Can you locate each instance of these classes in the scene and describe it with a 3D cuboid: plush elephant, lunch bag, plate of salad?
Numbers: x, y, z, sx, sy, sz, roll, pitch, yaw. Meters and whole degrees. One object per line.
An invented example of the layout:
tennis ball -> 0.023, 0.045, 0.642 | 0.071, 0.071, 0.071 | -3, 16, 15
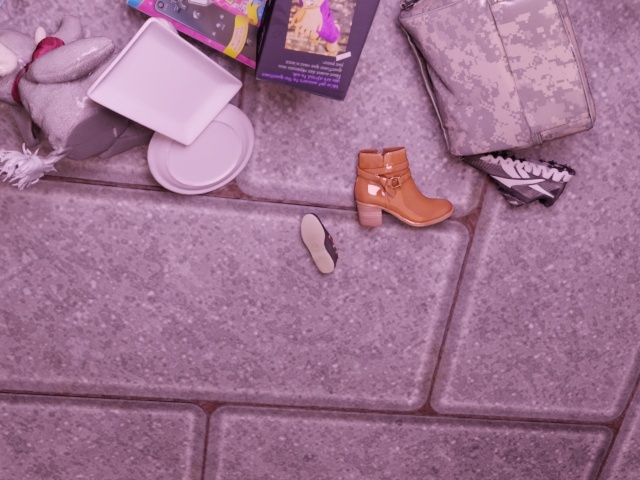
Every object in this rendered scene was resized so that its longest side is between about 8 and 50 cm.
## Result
plush elephant -> -0.422, -0.256, 1.105 | 0.330, 0.272, 0.255 | -37, 77, -23
lunch bag -> 0.293, -0.305, 1.161 | 0.256, 0.212, 0.305 | -17, 115, 21
plate of salad -> -0.215, -0.169, 1.243 | 0.200, 0.048, 0.200 | -19, 139, -17

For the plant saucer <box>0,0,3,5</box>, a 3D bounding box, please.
plant saucer -> -0.589, -0.441, 1.092 | 0.195, 0.037, 0.195 | -2, 116, -4

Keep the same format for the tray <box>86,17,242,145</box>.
tray -> -0.232, -0.238, 1.053 | 0.145, 0.270, 0.030 | -45, 71, 9

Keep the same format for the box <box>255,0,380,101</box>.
box -> 0.006, -0.367, 0.991 | 0.143, 0.165, 0.270 | 12, 127, -13

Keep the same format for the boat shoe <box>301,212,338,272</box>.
boat shoe -> -0.002, 0.000, 1.370 | 0.049, 0.042, 0.133 | -9, 119, 26

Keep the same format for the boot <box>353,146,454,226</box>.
boot -> 0.163, -0.106, 1.320 | 0.197, 0.073, 0.152 | -5, 112, -7

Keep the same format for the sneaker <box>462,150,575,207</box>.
sneaker -> 0.372, -0.117, 1.332 | 0.234, 0.078, 0.106 | 12, 112, -14

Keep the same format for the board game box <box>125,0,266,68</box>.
board game box -> -0.128, -0.418, 1.122 | 0.303, 0.097, 0.224 | 24, 110, -16
